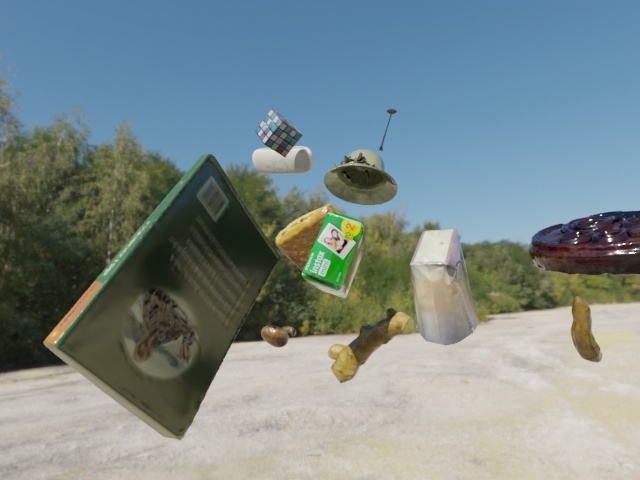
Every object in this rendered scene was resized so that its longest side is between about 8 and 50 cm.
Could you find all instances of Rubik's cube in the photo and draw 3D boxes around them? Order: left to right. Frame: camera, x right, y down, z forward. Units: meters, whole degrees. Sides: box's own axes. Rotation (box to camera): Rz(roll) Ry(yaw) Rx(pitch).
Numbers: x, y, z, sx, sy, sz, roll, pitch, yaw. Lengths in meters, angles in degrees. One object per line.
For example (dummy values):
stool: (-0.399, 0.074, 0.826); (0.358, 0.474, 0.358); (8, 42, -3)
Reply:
Rubik's cube: (-0.130, -0.333, 1.484); (0.092, 0.092, 0.092); (27, -69, -44)

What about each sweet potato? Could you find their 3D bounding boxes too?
sweet potato: (0.613, 0.215, 1.117); (0.054, 0.182, 0.053); (-11, 18, 35)

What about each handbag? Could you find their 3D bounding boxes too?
handbag: (0.190, 0.079, 0.738); (0.095, 0.173, 0.117); (0, 29, 25)

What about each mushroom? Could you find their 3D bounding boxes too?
mushroom: (-0.128, 0.314, 1.570); (0.129, 0.073, 0.088); (7, -42, -35)

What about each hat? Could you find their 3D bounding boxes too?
hat: (0.147, -0.239, 1.659); (0.257, 0.130, 0.257); (10, -25, 5)

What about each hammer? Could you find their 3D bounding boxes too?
hammer: (0.177, -0.297, 1.282); (0.029, 0.123, 0.014); (13, -11, 22)

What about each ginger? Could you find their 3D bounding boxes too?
ginger: (0.134, 0.280, 1.289); (0.299, 0.118, 0.065); (-39, -37, 27)

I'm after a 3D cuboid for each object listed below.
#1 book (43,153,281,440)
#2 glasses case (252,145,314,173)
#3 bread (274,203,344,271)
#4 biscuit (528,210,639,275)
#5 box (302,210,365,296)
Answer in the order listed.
book: (-0.205, 0.079, 0.749); (0.043, 0.371, 0.260); (-1, -45, 33)
glasses case: (-0.131, -0.277, 1.653); (0.233, 0.092, 0.059); (4, 28, 25)
bread: (0.000, 0.000, 1.509); (0.235, 0.099, 0.210); (-34, -64, 25)
biscuit: (0.720, -0.010, 1.155); (0.407, 0.091, 0.407); (-12, 9, 2)
box: (0.042, 0.043, 1.200); (0.103, 0.180, 0.250); (20, -10, 11)
